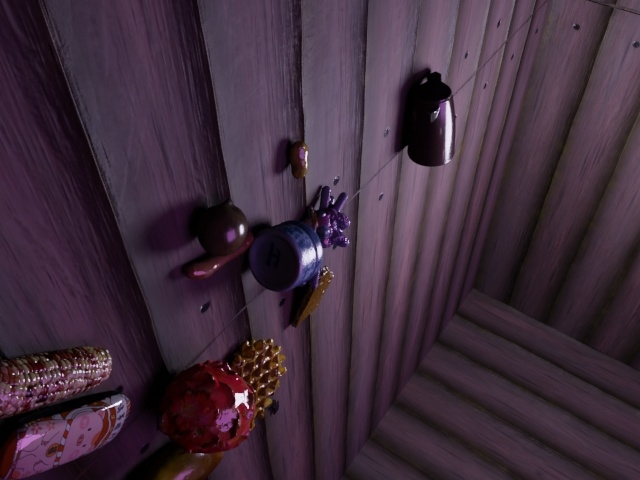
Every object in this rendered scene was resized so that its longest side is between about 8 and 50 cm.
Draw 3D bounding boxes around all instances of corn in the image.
[{"bbox_3d":[-0.420,0.213,0.960,0.253,0.086,0.086,3,113,-66],"label":"corn"}]

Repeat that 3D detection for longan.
[{"bbox_3d":[-0.185,-0.025,1.177,0.113,0.092,0.113,-31,129,-50],"label":"longan"}]

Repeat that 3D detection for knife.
[{"bbox_3d":[-0.158,0.494,1.869,0.045,0.021,0.222,-55,156,-11],"label":"knife"}]

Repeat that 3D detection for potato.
[{"bbox_3d":[-0.047,-0.177,1.357,0.045,0.046,0.092,-14,127,-13],"label":"potato"}]

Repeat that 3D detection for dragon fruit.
[{"bbox_3d":[-0.240,0.369,1.354,0.268,0.205,0.210,88,10,-60],"label":"dragon fruit"}]

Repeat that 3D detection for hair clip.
[{"bbox_3d":[0.000,0.007,1.568,0.090,0.137,0.278,-110,-139,-73],"label":"hair clip"}]

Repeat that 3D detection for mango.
[{"bbox_3d":[-0.326,0.530,1.452,0.133,0.111,0.267,-56,162,26],"label":"mango"}]

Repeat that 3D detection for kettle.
[{"bbox_3d":[0.338,-0.366,1.836,0.232,0.144,0.202,84,20,-47],"label":"kettle"}]

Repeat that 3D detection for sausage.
[{"bbox_3d":[-0.204,0.033,1.265,0.186,0.043,0.043,-37,146,-44],"label":"sausage"}]

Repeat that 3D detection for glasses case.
[{"bbox_3d":[-0.437,0.330,1.070,0.266,0.067,0.103,-3,119,-63],"label":"glasses case"}]

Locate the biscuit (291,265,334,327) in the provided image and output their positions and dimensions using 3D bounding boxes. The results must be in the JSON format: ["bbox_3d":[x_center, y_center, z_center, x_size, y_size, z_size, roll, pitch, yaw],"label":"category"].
[{"bbox_3d":[-0.012,0.140,1.728,0.131,0.026,0.237,-42,163,-46],"label":"biscuit"}]

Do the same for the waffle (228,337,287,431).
[{"bbox_3d":[-0.193,0.371,1.618,0.260,0.069,0.293,-61,154,-10],"label":"waffle"}]

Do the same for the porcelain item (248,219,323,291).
[{"bbox_3d":[-0.076,0.033,1.393,0.114,0.147,0.147,-24,136,-58],"label":"porcelain item"}]
